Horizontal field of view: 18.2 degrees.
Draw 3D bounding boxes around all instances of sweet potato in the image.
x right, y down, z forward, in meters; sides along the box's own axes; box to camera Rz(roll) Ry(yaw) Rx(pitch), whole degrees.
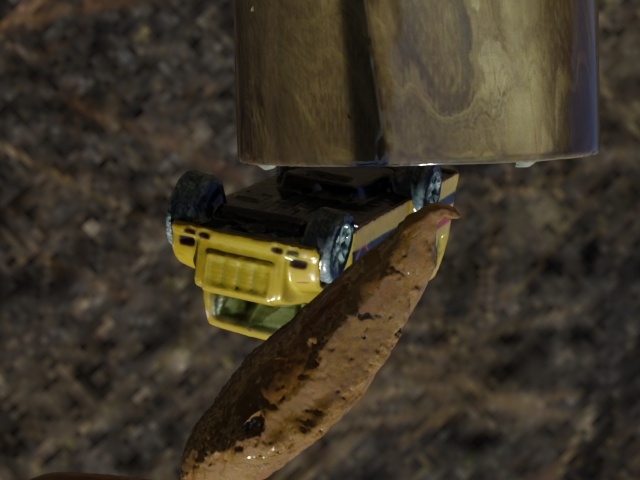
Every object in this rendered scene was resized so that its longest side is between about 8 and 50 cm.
[{"bbox_3d":[0.000,0.059,0.964,0.206,0.060,0.068,-52,-149,17],"label":"sweet potato"}]

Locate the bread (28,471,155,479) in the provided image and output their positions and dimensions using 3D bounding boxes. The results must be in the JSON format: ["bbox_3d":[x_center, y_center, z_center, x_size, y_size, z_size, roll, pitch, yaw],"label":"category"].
[{"bbox_3d":[-0.054,0.142,0.742,0.136,0.154,0.054,-16,150,13],"label":"bread"}]

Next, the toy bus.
[{"bbox_3d":[0.000,0.000,1.438,0.335,0.121,0.123,-29,130,-68],"label":"toy bus"}]

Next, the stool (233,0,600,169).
[{"bbox_3d":[0.044,-0.168,0.955,0.179,0.264,0.179,-1,-175,0],"label":"stool"}]
